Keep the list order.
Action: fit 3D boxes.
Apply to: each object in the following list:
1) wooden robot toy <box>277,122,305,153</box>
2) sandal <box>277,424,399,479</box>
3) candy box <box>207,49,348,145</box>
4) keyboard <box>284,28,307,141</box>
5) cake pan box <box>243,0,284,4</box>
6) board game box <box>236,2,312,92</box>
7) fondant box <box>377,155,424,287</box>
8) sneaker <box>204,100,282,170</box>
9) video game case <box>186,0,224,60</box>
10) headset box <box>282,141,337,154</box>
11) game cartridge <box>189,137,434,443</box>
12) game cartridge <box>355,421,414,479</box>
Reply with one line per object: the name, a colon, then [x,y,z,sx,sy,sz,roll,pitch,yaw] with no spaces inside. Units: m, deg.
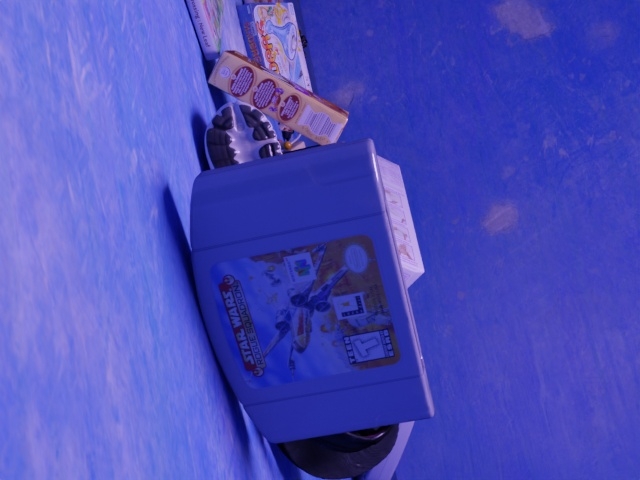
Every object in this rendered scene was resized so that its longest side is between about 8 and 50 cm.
wooden robot toy: [-0.065,-0.148,1.691,0.079,0.076,0.173,-43,128,-42]
sandal: [0.006,0.151,1.012,0.107,0.167,0.445,29,-27,44]
candy box: [-0.053,-0.193,1.204,0.053,0.187,0.109,-62,-176,12]
keyboard: [-0.054,-0.362,2.022,0.317,0.033,0.201,-94,-168,-64]
cake pan box: [-0.125,-0.543,1.854,0.246,0.070,0.266,60,19,-80]
board game box: [-0.082,-0.345,1.671,0.136,0.035,0.201,-22,101,-53]
fondant box: [0.081,0.007,1.840,0.096,0.238,0.330,23,37,-27]
sneaker: [-0.068,-0.029,1.062,0.118,0.107,0.278,-143,-137,-81]
video game case: [-0.168,-0.373,1.199,0.212,0.023,0.193,-95,171,-55]
headset box: [0.000,0.000,1.537,0.283,0.131,0.246,-91,167,-63]
game cartridge: [-0.013,0.062,0.859,0.062,0.198,0.297,-91,167,-68]
game cartridge: [0.138,0.377,1.820,0.196,0.060,0.294,-78,-174,-69]
